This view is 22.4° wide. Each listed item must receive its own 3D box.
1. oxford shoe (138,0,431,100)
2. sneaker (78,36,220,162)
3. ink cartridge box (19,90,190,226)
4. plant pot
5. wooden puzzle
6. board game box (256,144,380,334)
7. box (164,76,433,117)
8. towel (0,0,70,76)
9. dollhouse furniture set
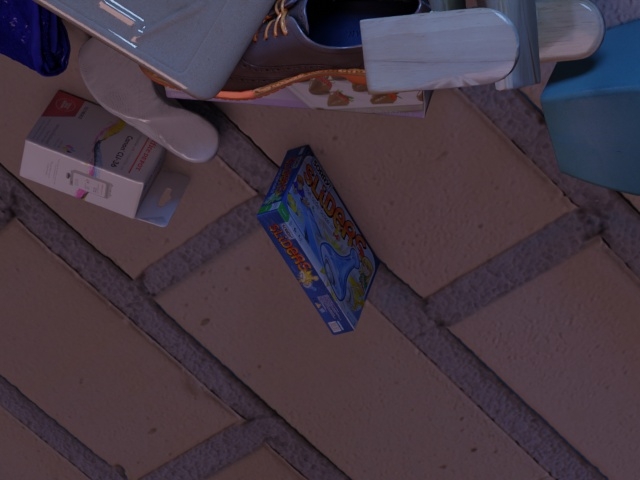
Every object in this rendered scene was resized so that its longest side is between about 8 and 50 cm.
[{"bbox_3d":[-0.043,-0.243,1.818,0.363,0.130,0.133,-4,163,12],"label":"oxford shoe"},{"bbox_3d":[-0.216,-0.167,2.012,0.212,0.080,0.094,43,175,0],"label":"sneaker"},{"bbox_3d":[-0.265,-0.103,2.047,0.198,0.115,0.067,21,132,0],"label":"ink cartridge box"},{"bbox_3d":[0.373,-0.149,1.766,0.234,0.166,0.165,0,129,29],"label":"plant pot"},{"bbox_3d":[-0.185,-0.369,1.733,0.348,0.080,0.322,31,89,-11],"label":"wooden puzzle"},{"bbox_3d":[0.000,0.000,2.028,0.035,0.136,0.201,-15,123,29],"label":"board game box"},{"bbox_3d":[-0.026,-0.199,1.918,0.324,0.067,0.063,5,130,14],"label":"box"},{"bbox_3d":[-0.430,-0.328,1.878,0.308,0.076,0.228,28,141,17],"label":"towel"},{"bbox_3d":[0.206,-0.345,1.536,0.256,0.362,0.394,-3,98,23],"label":"dollhouse furniture set"}]
